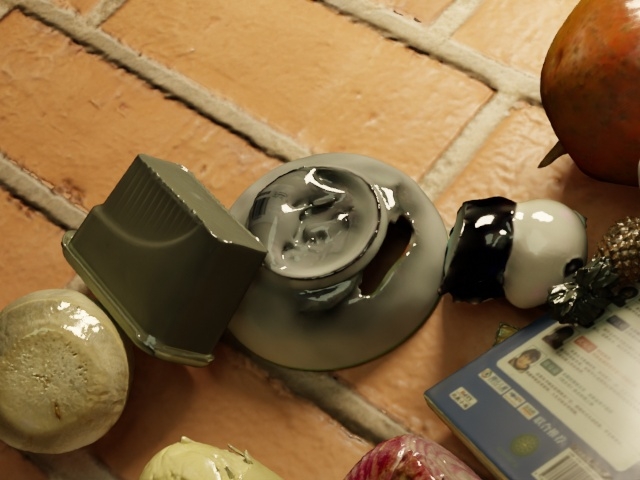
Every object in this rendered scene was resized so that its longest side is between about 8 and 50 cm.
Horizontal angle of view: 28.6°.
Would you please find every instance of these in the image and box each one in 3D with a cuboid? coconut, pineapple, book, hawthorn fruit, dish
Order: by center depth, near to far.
[{"bbox_3d":[0.365,0.143,1.412,0.428,0.039,0.300,-30,35,-11],"label":"book"},{"bbox_3d":[0.331,0.040,1.478,0.159,0.074,0.074,-40,57,-17],"label":"pineapple"},{"bbox_3d":[-0.334,0.162,1.573,0.202,0.222,0.202,0,93,-6],"label":"coconut"},{"bbox_3d":[0.389,-0.185,1.579,0.298,0.277,0.277,-37,52,21],"label":"hawthorn fruit"},{"bbox_3d":[0.000,0.000,1.630,0.324,0.124,0.324,-7,56,11],"label":"dish"}]

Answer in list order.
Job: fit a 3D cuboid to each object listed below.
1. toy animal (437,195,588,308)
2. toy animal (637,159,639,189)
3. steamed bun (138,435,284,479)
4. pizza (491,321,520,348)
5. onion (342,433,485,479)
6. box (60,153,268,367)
[{"bbox_3d":[0.239,0.021,1.549,0.179,0.138,0.166,5,47,6],"label":"toy animal"},{"bbox_3d":[0.533,-0.078,1.411,0.241,0.368,0.196,-32,50,41],"label":"toy animal"},{"bbox_3d":[-0.097,0.353,1.358,0.166,0.232,0.272,-13,56,15],"label":"steamed bun"},{"bbox_3d":[0.230,0.161,1.522,0.109,0.026,0.123,-33,55,-14],"label":"pizza"},{"bbox_3d":[0.103,0.345,1.327,0.256,0.272,0.230,-46,32,-23],"label":"onion"},{"bbox_3d":[-0.199,0.016,1.616,0.274,0.138,0.178,44,107,38],"label":"box"}]
